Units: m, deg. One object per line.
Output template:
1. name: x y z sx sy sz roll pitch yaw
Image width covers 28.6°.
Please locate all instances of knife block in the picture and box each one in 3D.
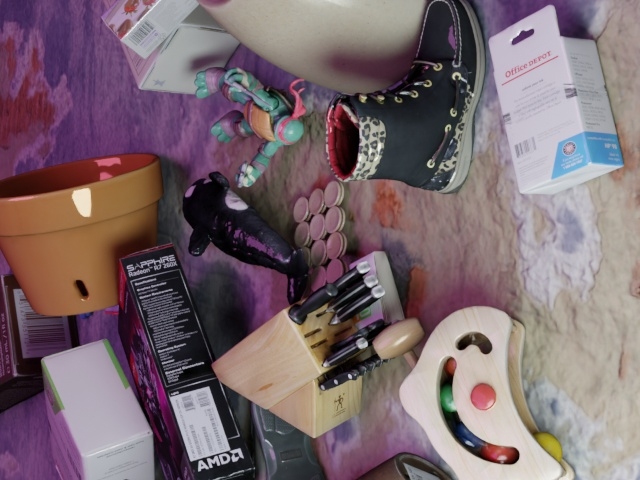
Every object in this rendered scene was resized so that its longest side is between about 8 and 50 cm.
1. knife block: -0.022 0.112 1.601 0.276 0.088 0.242 25 125 40

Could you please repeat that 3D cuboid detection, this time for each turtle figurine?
1. turtle figurine: -0.090 -0.163 1.727 0.234 0.118 0.175 33 130 56

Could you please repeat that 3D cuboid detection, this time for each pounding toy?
1. pounding toy: 0.190 0.170 1.417 0.154 0.155 0.269 -41 65 9

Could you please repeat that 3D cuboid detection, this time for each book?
1. book: 0.044 0.081 1.631 0.144 0.035 0.096 -32 64 49

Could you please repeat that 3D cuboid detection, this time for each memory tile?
1. memory tile: 0.000 0.000 1.677 0.113 0.012 0.148 -27 58 51

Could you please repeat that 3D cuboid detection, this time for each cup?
1. cup: -0.027 -0.357 1.560 0.331 0.237 0.331 -2 87 51

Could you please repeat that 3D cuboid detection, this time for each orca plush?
1. orca plush: -0.128 0.009 1.739 0.287 0.102 0.151 44 162 34

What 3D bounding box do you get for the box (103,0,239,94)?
1. box: -0.245 -0.384 1.920 0.148 0.121 0.311 -48 54 39

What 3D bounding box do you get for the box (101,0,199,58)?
1. box: -0.165 -0.393 1.748 0.324 0.067 0.063 -45 58 7

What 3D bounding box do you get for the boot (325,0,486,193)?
1. boot: 0.098 -0.172 1.446 0.085 0.179 0.236 9 97 51

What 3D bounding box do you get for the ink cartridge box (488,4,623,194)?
1. ink cartridge box: 0.251 -0.150 1.351 0.104 0.060 0.180 -24 71 49

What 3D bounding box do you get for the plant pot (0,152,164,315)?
1. plant pot: -0.378 -0.007 1.978 0.291 0.291 0.203 7 111 51

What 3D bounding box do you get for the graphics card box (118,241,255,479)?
1. graphics card box: -0.203 0.220 1.823 0.233 0.094 0.371 107 144 -57

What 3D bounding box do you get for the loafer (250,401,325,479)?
1. loafer: -0.048 0.325 1.710 0.084 0.096 0.267 126 140 -62

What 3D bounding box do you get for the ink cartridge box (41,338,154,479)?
1. ink cartridge box: -0.346 0.321 1.970 0.198 0.115 0.273 56 154 36

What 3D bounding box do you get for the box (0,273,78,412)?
1. box: -0.599 0.200 2.341 0.381 0.143 0.191 -29 68 49

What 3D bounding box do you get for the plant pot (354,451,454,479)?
1. plant pot: 0.067 0.370 1.481 0.230 0.215 0.215 -56 48 17

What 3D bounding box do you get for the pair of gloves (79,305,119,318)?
1. pair of gloves: -0.390 0.055 2.173 0.198 0.023 0.159 -7 84 50
